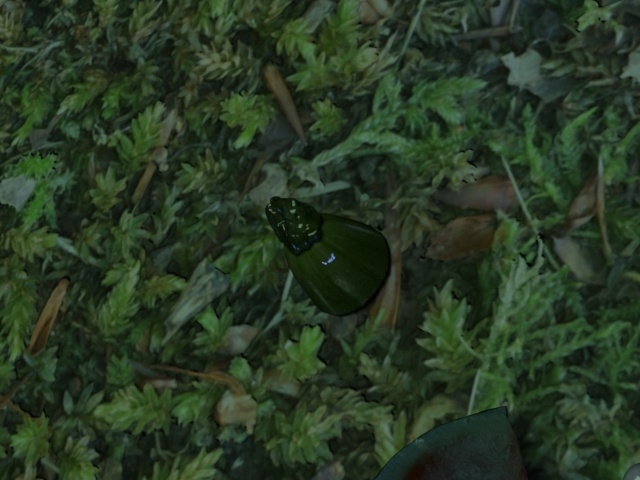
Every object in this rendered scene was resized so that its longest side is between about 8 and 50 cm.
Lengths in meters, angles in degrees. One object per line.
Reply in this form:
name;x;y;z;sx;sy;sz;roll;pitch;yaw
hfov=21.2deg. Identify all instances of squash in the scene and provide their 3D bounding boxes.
squash;-0.004;0.006;1.748;0.105;0.132;0.105;-16;59;28

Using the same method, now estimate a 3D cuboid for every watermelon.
watermelon;0.136;0.316;1.539;0.226;0.148;0.318;15;63;20

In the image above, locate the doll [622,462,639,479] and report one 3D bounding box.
doll;0.390;0.258;1.311;0.284;0.240;0.310;-10;38;-14
